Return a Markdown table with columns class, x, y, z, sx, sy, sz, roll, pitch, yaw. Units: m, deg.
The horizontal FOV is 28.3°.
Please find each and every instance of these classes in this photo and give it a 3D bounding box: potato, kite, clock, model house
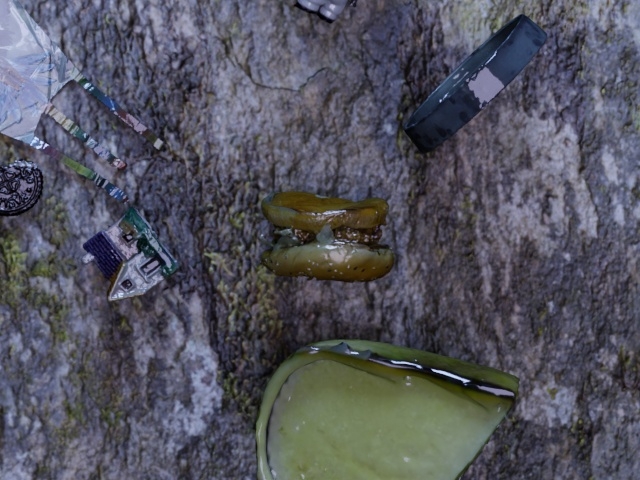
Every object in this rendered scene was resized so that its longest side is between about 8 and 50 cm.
| class | x | y | z | sx | sy | sz | roll | pitch | yaw |
| --- | --- | --- | --- | --- | --- | --- | --- | --- | --- |
| potato | 0.066 | 0.245 | 1.659 | 0.280 | 0.213 | 0.330 | 29 | 103 | 6 |
| kite | -0.343 | -0.183 | 1.606 | 0.310 | 0.015 | 0.169 | 31 | 92 | -11 |
| clock | 0.191 | -0.197 | 1.588 | 0.215 | 0.215 | 0.042 | -45 | 96 | -1 |
| model house | -0.248 | 0.024 | 1.614 | 0.100 | 0.088 | 0.101 | -36 | 98 | -4 |

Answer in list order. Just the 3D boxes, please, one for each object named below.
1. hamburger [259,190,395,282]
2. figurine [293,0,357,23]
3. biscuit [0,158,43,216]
| class | x | y | z | sx | sy | sz | roll | pitch | yaw |
| --- | --- | --- | --- | --- | --- | --- | --- | --- | --- |
| hamburger | 0.000 | 0.000 | 1.613 | 0.185 | 0.177 | 0.113 | -9 | 108 | -35 |
| figurine | 0.044 | -0.383 | 1.594 | 0.137 | 0.112 | 0.229 | 25 | 104 | -17 |
| biscuit | -0.398 | -0.071 | 1.607 | 0.089 | 0.027 | 0.087 | 39 | 91 | -12 |
